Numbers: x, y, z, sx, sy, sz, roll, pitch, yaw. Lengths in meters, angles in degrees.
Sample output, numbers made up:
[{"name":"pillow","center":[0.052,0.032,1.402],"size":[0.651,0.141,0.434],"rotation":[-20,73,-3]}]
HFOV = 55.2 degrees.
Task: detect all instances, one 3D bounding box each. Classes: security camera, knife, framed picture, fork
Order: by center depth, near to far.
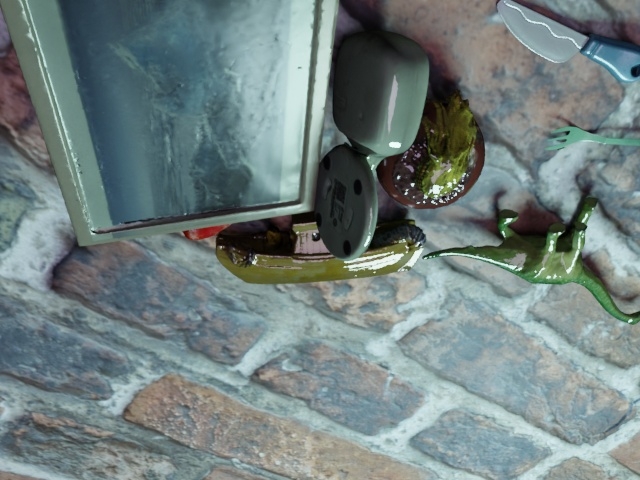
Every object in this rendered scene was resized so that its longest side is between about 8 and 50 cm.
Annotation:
[{"name":"framed picture","center":[-0.144,-0.166,0.675],"size":[0.326,0.028,0.446],"rotation":[-9,142,-13]},{"name":"security camera","center":[0.060,-0.116,0.799],"size":[0.080,0.157,0.301],"rotation":[-3,117,-28]},{"name":"knife","center":[0.340,-0.267,0.833],"size":[0.244,0.032,0.058],"rotation":[13,132,-13]},{"name":"fork","center":[0.452,-0.153,0.941],"size":[0.235,0.021,0.039],"rotation":[0,131,-11]}]

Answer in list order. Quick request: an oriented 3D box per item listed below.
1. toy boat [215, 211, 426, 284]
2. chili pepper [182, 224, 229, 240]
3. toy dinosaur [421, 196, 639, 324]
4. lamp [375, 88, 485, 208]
[{"name":"toy boat","center":[0.000,0.000,0.941],"size":[0.322,0.089,0.121],"rotation":[-4,122,-5]},{"name":"chili pepper","center":[-0.152,-0.050,0.891],"size":[0.123,0.070,0.073],"rotation":[-37,151,16]},{"name":"toy dinosaur","center":[0.387,0.068,1.069],"size":[0.448,0.087,0.300],"rotation":[-6,135,-2]},{"name":"lamp","center":[0.154,-0.110,0.850],"size":[0.157,0.134,0.157],"rotation":[-26,129,11]}]
